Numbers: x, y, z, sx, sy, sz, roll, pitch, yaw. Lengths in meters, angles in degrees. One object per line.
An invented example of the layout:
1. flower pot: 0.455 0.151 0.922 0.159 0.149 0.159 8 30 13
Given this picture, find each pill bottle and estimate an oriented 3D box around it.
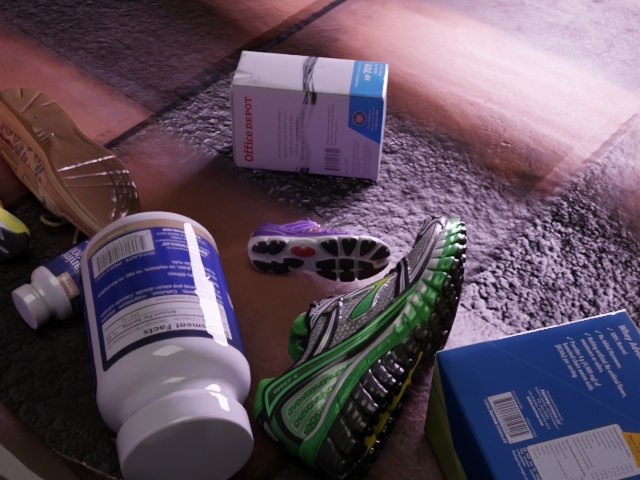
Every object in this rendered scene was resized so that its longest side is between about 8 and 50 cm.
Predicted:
1. pill bottle: -0.155 0.110 0.990 0.153 0.153 0.264 -10 47 -11
2. pill bottle: -0.281 0.048 1.105 0.120 0.067 0.067 -34 56 -29

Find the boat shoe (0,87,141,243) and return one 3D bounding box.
1. boat shoe: -0.321 -0.082 1.230 0.104 0.089 0.285 -5 43 -44

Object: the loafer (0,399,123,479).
1. loafer: -0.325 0.200 0.886 0.366 0.130 0.134 16 23 14

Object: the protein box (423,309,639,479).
1. protein box: 0.230 0.198 0.928 0.201 0.136 0.200 -11 47 -12

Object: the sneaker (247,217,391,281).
1. sneaker: 0.000 0.000 1.164 0.170 0.068 0.071 7 40 5

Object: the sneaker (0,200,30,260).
1. sneaker: -0.420 -0.050 1.187 0.208 0.081 0.094 26 48 22

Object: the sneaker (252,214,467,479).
1. sneaker: 0.052 0.083 1.036 0.146 0.134 0.343 24 50 20

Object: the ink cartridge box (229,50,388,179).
1. ink cartridge box: -0.013 -0.160 1.264 0.191 0.139 0.082 7 47 5
